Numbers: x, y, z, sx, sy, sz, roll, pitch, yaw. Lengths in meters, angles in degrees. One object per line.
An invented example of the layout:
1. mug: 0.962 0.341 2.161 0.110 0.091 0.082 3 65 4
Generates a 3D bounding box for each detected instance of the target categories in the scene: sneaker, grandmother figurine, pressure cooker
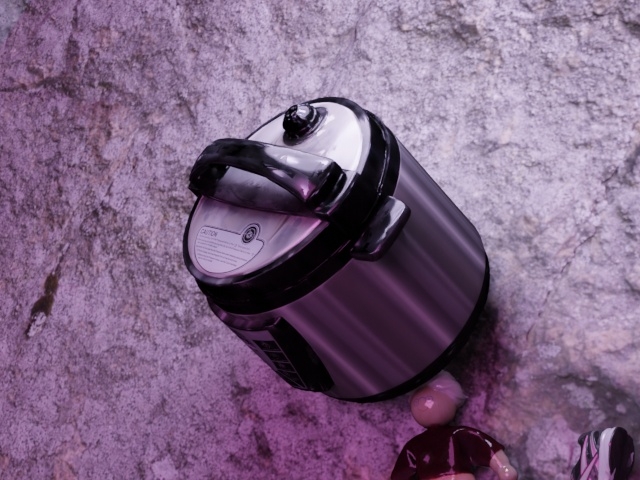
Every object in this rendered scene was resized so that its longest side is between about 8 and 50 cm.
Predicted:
1. sneaker: 0.379 0.344 1.434 0.077 0.072 0.178 -9 62 53
2. grandmother figurine: 0.184 0.345 1.524 0.208 0.104 0.342 -15 63 16
3. pressure cooker: 0.002 -0.005 1.555 0.370 0.420 0.375 -28 38 23
